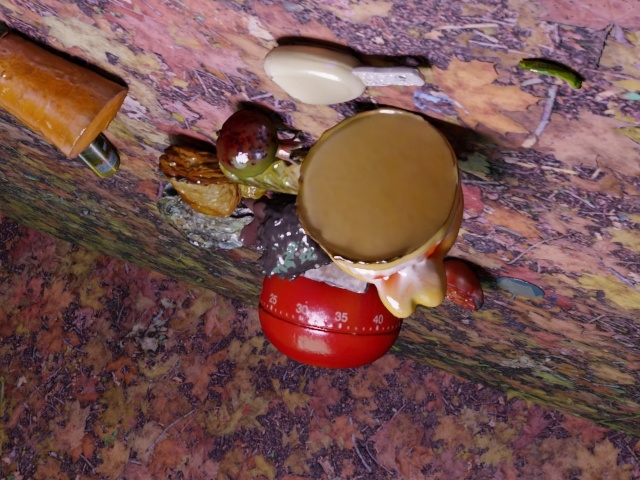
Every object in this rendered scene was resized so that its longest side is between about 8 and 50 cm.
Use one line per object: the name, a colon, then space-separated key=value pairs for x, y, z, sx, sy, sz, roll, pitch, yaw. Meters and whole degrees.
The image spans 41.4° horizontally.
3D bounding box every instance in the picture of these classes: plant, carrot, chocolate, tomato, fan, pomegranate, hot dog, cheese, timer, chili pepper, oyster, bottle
plant: x=-0.063 y=-0.017 z=1.855 sx=0.234 sy=0.178 sz=0.204 roll=-10 pitch=108 yaw=33
carrot: x=-0.542 y=-0.305 z=1.690 sx=0.254 sy=0.196 sz=0.196 roll=36 pitch=163 yaw=-8
chocolate: x=0.000 y=0.000 z=2.001 sx=0.303 sy=0.100 sz=0.185 roll=15 pitch=127 yaw=23
tomato: x=0.317 y=0.093 z=1.955 sx=0.166 sy=0.082 sz=0.174 roll=28 pitch=169 yaw=-5
fan: x=0.462 y=0.118 z=1.981 sx=0.113 sy=0.005 sz=0.175 roll=20 pitch=164 yaw=9
pomegranate: x=-0.114 y=-0.174 z=1.550 sx=0.159 sy=0.129 sz=0.129 roll=12 pitch=164 yaw=12
hot dog: x=-0.266 y=-0.143 z=1.923 sx=0.175 sy=0.114 sz=0.259 roll=15 pitch=166 yaw=11
cheese: x=0.040 y=-0.240 z=1.228 sx=0.251 sy=0.054 sz=0.127 roll=10 pitch=164 yaw=39
timer: x=0.027 y=0.180 z=2.198 sx=0.378 sy=0.279 sz=0.378 roll=10 pitch=-173 yaw=-1
chili pepper: x=0.286 y=-0.207 z=1.049 sx=0.083 sy=0.017 sz=0.030 roll=22 pitch=167 yaw=-1
oyster: x=-0.248 y=-0.063 z=2.131 sx=0.351 sy=0.158 sz=0.162 roll=5 pitch=159 yaw=17
bottle: x=-0.577 y=-0.245 z=2.063 sx=0.082 sy=0.082 sz=0.286 roll=19 pitch=165 yaw=14

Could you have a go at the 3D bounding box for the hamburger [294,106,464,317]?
hamburger: x=0.113 y=-0.042 z=1.354 sx=0.302 sy=0.261 sz=0.186 roll=62 pitch=-176 yaw=29

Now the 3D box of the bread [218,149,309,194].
bread: x=-0.095 y=-0.145 z=1.703 sx=0.269 sy=0.098 sz=0.087 roll=11 pitch=123 yaw=38

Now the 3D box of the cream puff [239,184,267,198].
cream puff: x=-0.144 y=-0.134 z=1.843 sx=0.083 sy=0.083 sz=0.058 roll=38 pitch=-152 yaw=13
